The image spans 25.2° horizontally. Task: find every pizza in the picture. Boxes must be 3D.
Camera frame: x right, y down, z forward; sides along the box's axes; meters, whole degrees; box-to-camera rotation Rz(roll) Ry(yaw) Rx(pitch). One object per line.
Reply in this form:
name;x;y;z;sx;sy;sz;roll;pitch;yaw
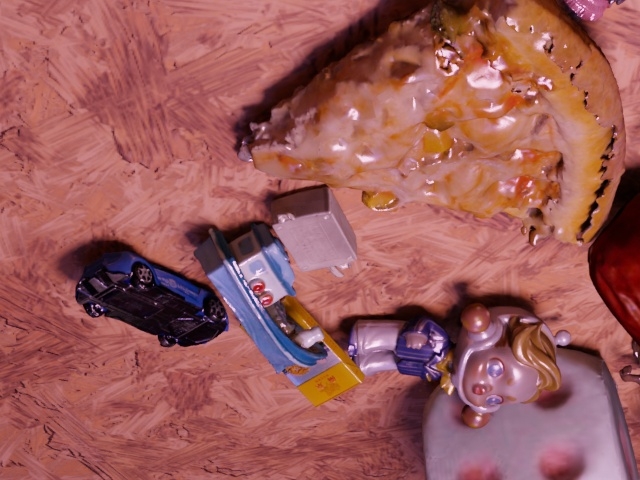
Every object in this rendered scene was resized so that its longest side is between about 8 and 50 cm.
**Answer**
pizza;0.164;-0.129;1.477;0.434;0.080;0.392;8;148;-16

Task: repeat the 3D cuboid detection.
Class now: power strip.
power strip;0.000;0.000;1.696;0.075;0.042;0.175;-13;144;13

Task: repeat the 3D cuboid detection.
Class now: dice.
dice;0.297;0.324;1.970;0.262;0.268;0.265;-14;143;14

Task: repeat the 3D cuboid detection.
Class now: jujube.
jujube;0.458;0.078;1.639;0.318;0.223;0.223;40;138;6

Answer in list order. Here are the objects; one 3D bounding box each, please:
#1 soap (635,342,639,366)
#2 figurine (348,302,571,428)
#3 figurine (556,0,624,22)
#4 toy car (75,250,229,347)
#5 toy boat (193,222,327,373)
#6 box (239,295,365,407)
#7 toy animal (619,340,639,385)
soap;0.531;0.121;1.802;0.257;0.160;0.080;0;147;-4
figurine;0.177;0.156;1.861;0.274;0.133;0.194;-14;122;25
figurine;0.282;-0.247;1.377;0.072;0.054;0.129;19;140;-34
toy car;-0.202;0.072;1.760;0.103;0.063;0.216;-29;142;31
toy boat;-0.057;0.074;1.735;0.098;0.109;0.238;-31;128;0
box;-0.023;0.143;1.849;0.087;0.023;0.155;-34;107;30
toy animal;0.524;0.154;1.921;0.214;0.094;0.186;-25;134;38
